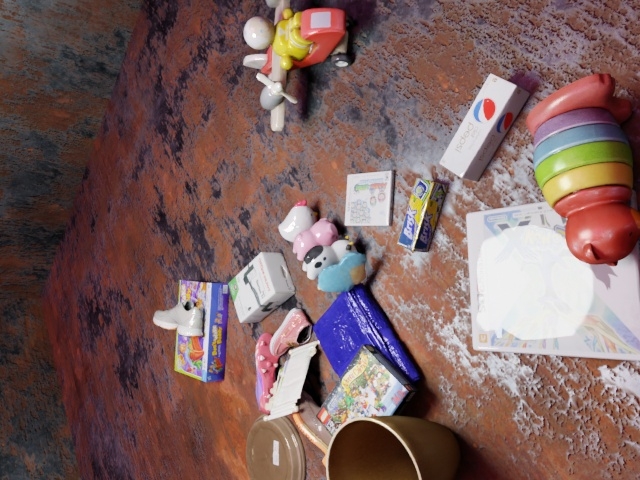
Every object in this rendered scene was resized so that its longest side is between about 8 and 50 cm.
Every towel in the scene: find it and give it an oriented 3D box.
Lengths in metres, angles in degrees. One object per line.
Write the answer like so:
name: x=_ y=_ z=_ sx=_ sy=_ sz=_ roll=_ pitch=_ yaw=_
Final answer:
towel: x=0.099 y=0.287 z=1.316 sx=0.228 sy=0.076 sz=0.308 roll=-51 pitch=52 yaw=29

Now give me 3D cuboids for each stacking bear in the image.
stacking bear: x=0.461 y=-0.100 z=0.870 sx=0.164 sy=0.175 sz=0.289 roll=-20 pitch=66 yaw=40

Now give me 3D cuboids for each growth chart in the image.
growth chart: x=-0.084 y=0.400 z=1.459 sx=0.172 sy=0.021 sz=0.237 roll=-26 pitch=35 yaw=46

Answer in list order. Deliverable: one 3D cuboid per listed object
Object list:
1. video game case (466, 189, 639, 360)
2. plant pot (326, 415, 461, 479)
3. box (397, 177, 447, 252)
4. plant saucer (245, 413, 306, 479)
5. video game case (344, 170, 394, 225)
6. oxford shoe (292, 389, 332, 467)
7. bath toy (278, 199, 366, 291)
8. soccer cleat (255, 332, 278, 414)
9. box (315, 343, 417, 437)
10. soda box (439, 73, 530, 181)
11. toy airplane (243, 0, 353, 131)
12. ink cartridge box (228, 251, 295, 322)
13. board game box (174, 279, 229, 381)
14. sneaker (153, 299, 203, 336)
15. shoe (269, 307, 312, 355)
video game case: x=0.444 y=0.072 z=0.999 sx=0.329 sy=0.036 sz=0.300 roll=-8 pitch=80 yaw=46
plant pot: x=0.184 y=0.471 z=1.072 sx=0.237 sy=0.254 sz=0.237 roll=-4 pitch=85 yaw=44
box: x=0.241 y=-0.059 z=1.211 sx=0.054 sy=0.059 sz=0.169 roll=25 pitch=104 yaw=48
plant saucer: x=-0.149 y=0.671 z=1.569 sx=0.277 sy=0.041 sz=0.278 roll=-7 pitch=80 yaw=46
video game case: x=0.129 y=-0.110 z=1.365 sx=0.157 sy=0.019 sz=0.143 roll=2 pitch=88 yaw=47
oxford shoe: x=0.039 y=0.505 z=1.356 sx=0.133 sy=0.130 sz=0.363 roll=-45 pitch=42 yaw=-5
bath toy: x=0.000 y=0.000 z=1.406 sx=0.348 sy=0.151 sz=0.129 roll=49 pitch=130 yaw=50
soccer cleat: x=-0.175 y=0.417 z=1.597 sx=0.095 sy=0.083 sz=0.248 roll=-19 pitch=75 yaw=49
box: x=0.103 y=0.388 z=1.209 sx=0.159 sy=0.044 sz=0.233 roll=41 pitch=109 yaw=36
soda box: x=0.354 y=-0.241 z=1.104 sx=0.074 sy=0.069 sz=0.216 roll=45 pitch=119 yaw=39
toy airplane: x=-0.119 y=-0.573 z=1.491 sx=0.384 sy=0.272 sz=0.386 roll=-54 pitch=51 yaw=29
ink cartridge box: x=-0.191 y=0.151 z=1.630 sx=0.208 sy=0.086 sz=0.153 roll=-42 pitch=58 yaw=35
board game box: x=-0.442 y=0.325 z=1.887 sx=0.233 sy=0.078 sz=0.347 roll=-1 pitch=85 yaw=47
sneaker: x=-0.506 y=0.269 z=1.846 sx=0.262 sy=0.099 sz=0.121 roll=8 pitch=84 yaw=39
shoe: x=-0.089 y=0.294 z=1.523 sx=0.081 sy=0.063 sz=0.178 roll=48 pitch=115 yaw=45
